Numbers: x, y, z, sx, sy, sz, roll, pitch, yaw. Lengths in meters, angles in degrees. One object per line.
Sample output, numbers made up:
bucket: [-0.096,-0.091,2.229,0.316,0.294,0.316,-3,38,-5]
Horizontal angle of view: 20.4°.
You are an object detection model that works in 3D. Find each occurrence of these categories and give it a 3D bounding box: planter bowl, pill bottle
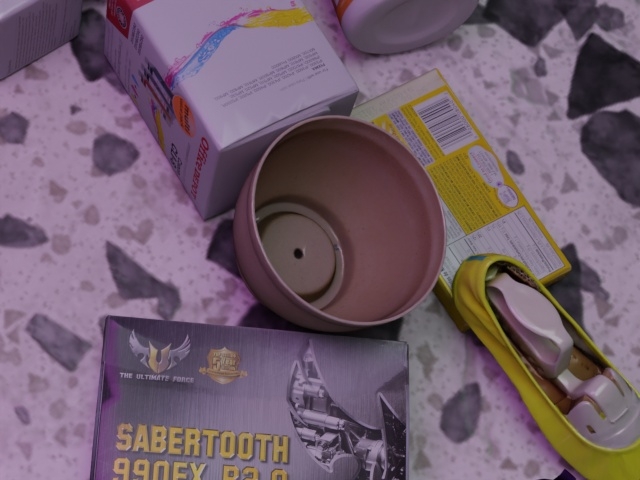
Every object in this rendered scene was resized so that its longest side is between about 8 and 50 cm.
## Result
planter bowl: [0.000,0.000,1.345,0.162,0.109,0.162,9,68,-24]
pill bottle: [0.046,-0.275,1.486,0.121,0.121,0.216,-12,68,-15]

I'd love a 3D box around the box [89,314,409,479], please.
box: [-0.052,0.157,1.304,0.231,0.056,0.183,6,65,-7]

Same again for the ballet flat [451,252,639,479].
ballet flat: [0.186,0.100,1.344,0.077,0.077,0.231,-38,85,-20]

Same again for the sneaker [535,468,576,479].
sneaker: [0.117,0.262,1.261,0.083,0.098,0.223,25,63,2]

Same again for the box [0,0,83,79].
box: [-0.251,-0.203,1.410,0.087,0.102,0.101,-34,76,-24]

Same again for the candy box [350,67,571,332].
candy box: [0.104,-0.035,1.436,0.105,0.027,0.206,-27,73,-16]

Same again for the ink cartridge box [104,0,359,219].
ink cartridge box: [-0.073,-0.133,1.394,0.127,0.128,0.176,-26,72,-20]
